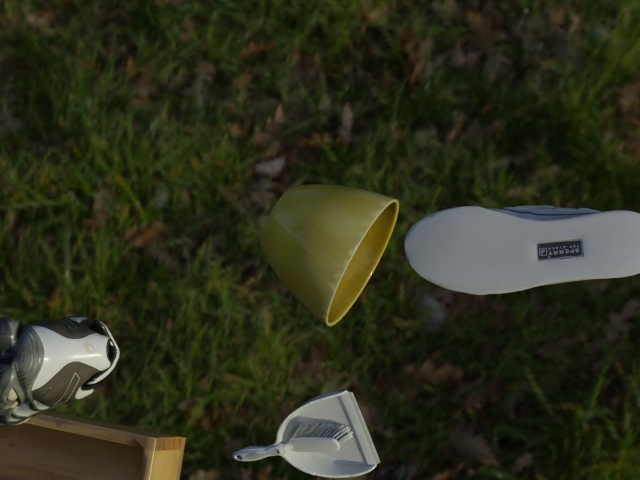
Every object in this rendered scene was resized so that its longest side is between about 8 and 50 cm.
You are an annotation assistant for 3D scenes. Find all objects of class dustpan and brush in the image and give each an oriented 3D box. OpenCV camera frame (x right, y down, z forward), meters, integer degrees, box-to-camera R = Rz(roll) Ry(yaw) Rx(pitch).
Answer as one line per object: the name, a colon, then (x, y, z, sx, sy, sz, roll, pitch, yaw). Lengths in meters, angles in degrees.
dustpan and brush: (-0.034, 0.306, 1.925, 0.211, 0.147, 0.060, -8, 26, 28)

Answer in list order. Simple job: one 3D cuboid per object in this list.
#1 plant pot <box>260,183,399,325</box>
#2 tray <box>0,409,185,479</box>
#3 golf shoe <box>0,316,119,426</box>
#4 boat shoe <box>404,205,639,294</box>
plant pot: (0.000, 0.000, 1.201, 0.095, 0.134, 0.134, 28, 43, 12)
tray: (-0.362, 0.293, 1.482, 0.411, 0.202, 0.076, 7, -4, 26)
golf shoe: (-0.194, 0.095, 0.927, 0.094, 0.198, 0.077, -3, 85, -13)
boat shoe: (0.227, 0.004, 1.383, 0.267, 0.096, 0.088, -6, 0, 8)
